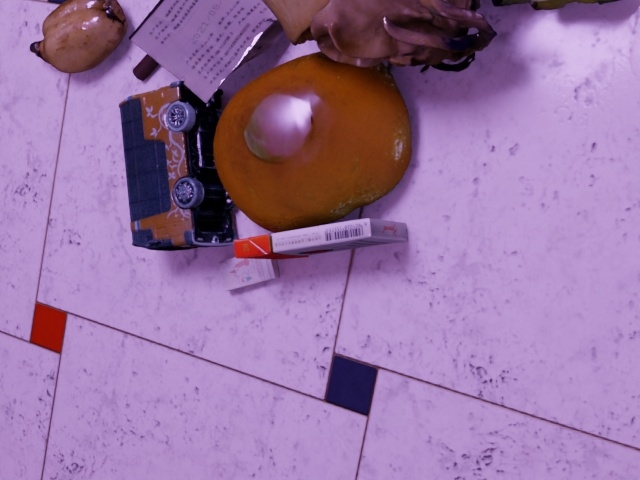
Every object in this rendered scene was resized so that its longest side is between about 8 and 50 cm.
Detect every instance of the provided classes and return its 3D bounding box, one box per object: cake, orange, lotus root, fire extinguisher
[{"bbox_3d":[0.096,-0.361,1.428,0.332,0.332,0.321,-36,94,25],"label":"cake"},{"bbox_3d":[-0.021,-0.153,1.571,0.334,0.196,0.263,-20,95,15],"label":"orange"},{"bbox_3d":[-0.444,-0.373,1.819,0.221,0.118,0.125,-24,48,30],"label":"lotus root"},{"bbox_3d":[-0.278,-0.355,1.769,0.049,0.035,0.173,43,114,-14],"label":"fire extinguisher"}]

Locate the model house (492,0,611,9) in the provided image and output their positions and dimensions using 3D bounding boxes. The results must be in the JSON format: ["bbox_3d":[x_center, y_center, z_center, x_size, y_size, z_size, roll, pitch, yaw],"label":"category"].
[{"bbox_3d":[0.321,-0.424,1.410,0.211,0.170,0.194,7,103,56],"label":"model house"}]

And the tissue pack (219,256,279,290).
[{"bbox_3d":[-0.123,0.050,1.708,0.108,0.023,0.056,-14,85,28],"label":"tissue pack"}]

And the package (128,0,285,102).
[{"bbox_3d":[-0.170,-0.372,1.646,0.204,0.062,0.251,39,78,24],"label":"package"}]

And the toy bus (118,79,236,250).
[{"bbox_3d":[-0.243,-0.118,1.706,0.167,0.138,0.275,-9,86,30],"label":"toy bus"}]

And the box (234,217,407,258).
[{"bbox_3d":[0.000,0.000,1.576,0.245,0.139,0.035,-10,84,27],"label":"box"}]
